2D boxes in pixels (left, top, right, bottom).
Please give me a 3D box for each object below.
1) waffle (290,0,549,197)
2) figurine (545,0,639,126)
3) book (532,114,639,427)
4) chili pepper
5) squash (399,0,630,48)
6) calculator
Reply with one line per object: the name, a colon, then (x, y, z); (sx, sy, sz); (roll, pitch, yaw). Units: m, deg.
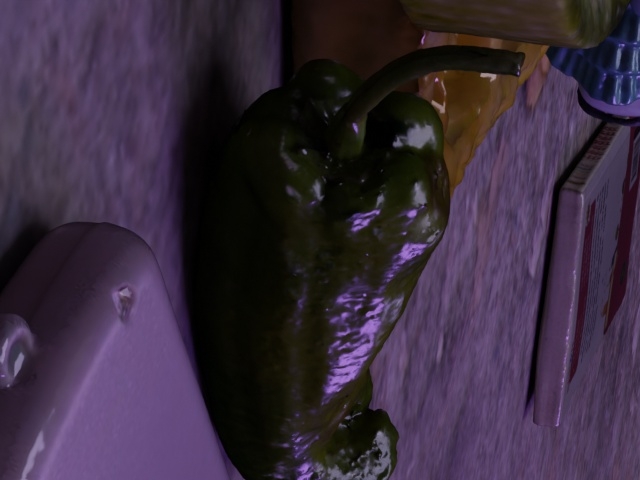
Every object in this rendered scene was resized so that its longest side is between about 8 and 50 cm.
waffle: (0.051, -0.154, 0.583); (0.221, 0.055, 0.248); (-52, 148, -53)
figurine: (0.144, -0.155, 0.804); (0.245, 0.110, 0.138); (75, 22, -61)
book: (0.183, 0.006, 1.160); (0.232, 0.022, 0.162); (-44, 140, -61)
chili pepper: (0.002, -0.001, 0.504); (0.204, 0.073, 0.072); (100, -5, -46)
squash: (0.072, -0.176, 0.463); (0.252, 0.049, 0.252); (11, 90, -72)
calculator: (-0.056, 0.072, 0.426); (0.175, 0.032, 0.100); (78, 28, -51)
